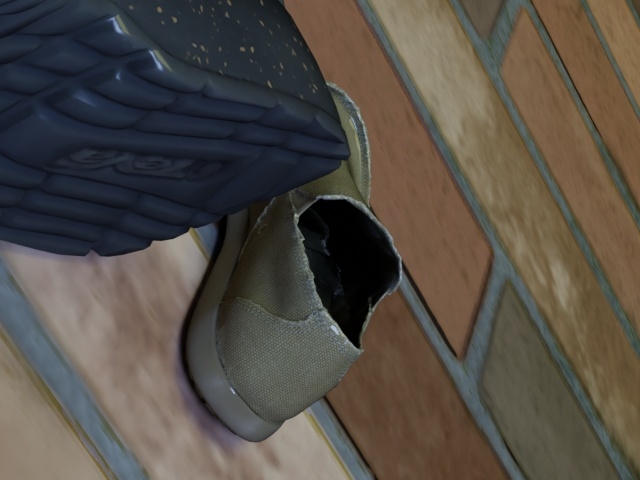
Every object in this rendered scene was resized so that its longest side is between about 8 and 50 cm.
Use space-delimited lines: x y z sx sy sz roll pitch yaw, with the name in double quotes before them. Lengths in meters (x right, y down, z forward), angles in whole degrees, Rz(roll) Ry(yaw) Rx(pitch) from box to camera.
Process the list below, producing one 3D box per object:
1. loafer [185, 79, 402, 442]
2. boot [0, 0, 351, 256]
"loafer" 0.000 0.000 0.513 0.056 0.050 0.148 52 31 -33
"boot" -0.115 -0.130 0.341 0.338 0.118 0.222 31 42 -68
